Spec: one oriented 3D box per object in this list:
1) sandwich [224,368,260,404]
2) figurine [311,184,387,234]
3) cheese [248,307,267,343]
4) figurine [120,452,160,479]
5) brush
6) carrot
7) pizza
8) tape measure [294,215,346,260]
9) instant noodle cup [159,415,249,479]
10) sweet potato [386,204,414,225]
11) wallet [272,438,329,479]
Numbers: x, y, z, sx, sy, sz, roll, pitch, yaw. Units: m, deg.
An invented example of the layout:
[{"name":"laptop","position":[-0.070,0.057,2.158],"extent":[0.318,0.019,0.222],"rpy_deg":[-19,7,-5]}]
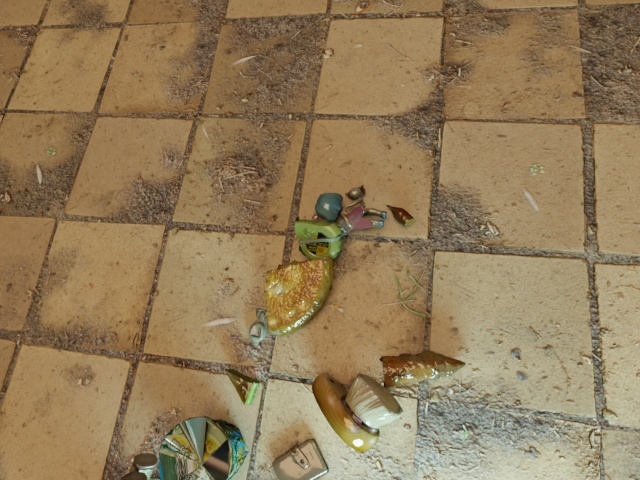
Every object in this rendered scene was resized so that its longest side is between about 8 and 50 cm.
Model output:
[{"name":"sandwich","position":[-0.271,0.478,1.440],"extent":[0.116,0.074,0.074],"rpy_deg":[19,76,17]},{"name":"figurine","position":[0.108,-0.121,1.552],"extent":[0.260,0.103,0.205],"rpy_deg":[13,75,17]},{"name":"cheese","position":[-0.211,0.296,1.515],"extent":[0.067,0.026,0.120],"rpy_deg":[11,74,14]},{"name":"figurine","position":[-0.582,0.802,1.269],"extent":[0.380,0.203,0.248],"rpy_deg":[-62,30,12]},{"name":"brush","position":[0.097,0.473,1.312],"extent":[0.267,0.174,0.166],"rpy_deg":[41,95,31]},{"name":"carrot","position":[0.316,0.393,1.356],"extent":[0.263,0.102,0.102],"rpy_deg":[-5,71,3]},{"name":"pizza","position":[-0.091,0.165,1.488],"extent":[0.226,0.086,0.335],"rpy_deg":[36,96,14]},{"name":"tape measure","position":[0.000,0.000,1.524],"extent":[0.177,0.087,0.154],"rpy_deg":[6,101,17]},{"name":"instant noodle cup","position":[-0.343,0.651,1.340],"extent":[0.240,0.178,0.240],"rpy_deg":[-3,71,10]},{"name":"sweet potato","position":[0.274,-0.092,1.542],"extent":[0.049,0.049,0.117],"rpy_deg":[-46,64,-6]},{"name":"wallet","position":[-0.063,0.690,1.348],"extent":[0.153,0.039,0.118],"rpy_deg":[-31,71,1]}]
